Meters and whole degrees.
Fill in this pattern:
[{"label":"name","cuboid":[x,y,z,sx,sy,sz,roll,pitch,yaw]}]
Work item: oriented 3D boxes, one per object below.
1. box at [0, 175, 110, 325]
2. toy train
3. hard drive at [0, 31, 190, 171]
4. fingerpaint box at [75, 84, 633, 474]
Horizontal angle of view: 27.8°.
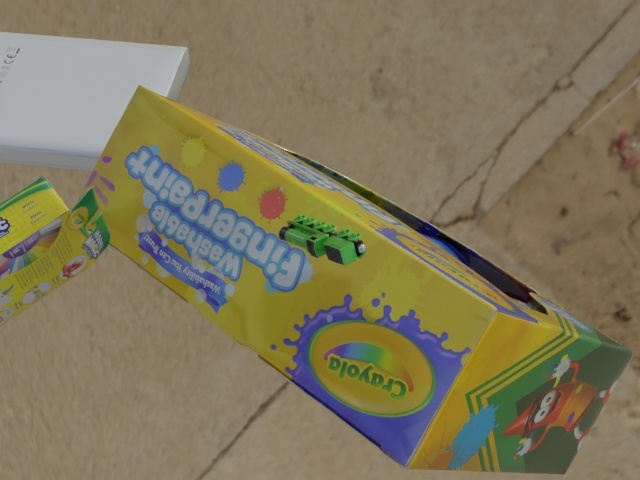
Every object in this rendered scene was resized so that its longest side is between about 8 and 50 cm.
[{"label":"box","cuboid":[-0.246,0.021,0.988,0.179,0.105,0.043,-33,69,-14]},{"label":"toy train","cuboid":[0.000,0.000,0.821,0.024,0.083,0.017,-28,114,-25]},{"label":"hard drive","cuboid":[-0.381,-0.197,1.803,0.353,0.047,0.233,6,49,10]},{"label":"fingerpaint box","cuboid":[0.039,0.044,1.286,0.445,0.371,0.163,33,98,32]}]
